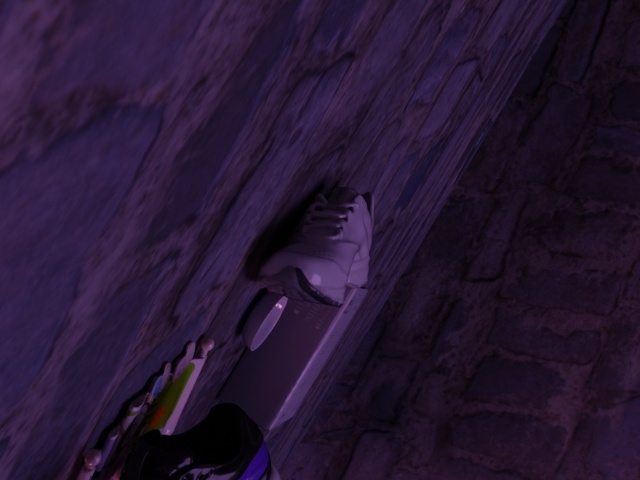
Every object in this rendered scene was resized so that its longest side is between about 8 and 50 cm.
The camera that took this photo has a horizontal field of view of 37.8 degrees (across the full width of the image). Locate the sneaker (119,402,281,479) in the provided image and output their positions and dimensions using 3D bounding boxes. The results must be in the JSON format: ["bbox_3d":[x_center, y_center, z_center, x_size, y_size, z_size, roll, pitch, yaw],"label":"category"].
[{"bbox_3d":[-0.168,0.259,0.899,0.293,0.102,0.146,-38,133,-35],"label":"sneaker"}]

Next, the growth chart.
[{"bbox_3d":[-0.188,0.200,0.946,0.237,0.021,0.172,-44,162,-58],"label":"growth chart"}]

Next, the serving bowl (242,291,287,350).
[{"bbox_3d":[-0.074,0.096,1.172,0.083,0.027,0.083,-57,170,-15],"label":"serving bowl"}]

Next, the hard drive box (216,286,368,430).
[{"bbox_3d":[-0.033,0.145,1.348,0.232,0.089,0.181,-59,170,0],"label":"hard drive box"}]

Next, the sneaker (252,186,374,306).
[{"bbox_3d":[0.000,0.000,1.113,0.297,0.111,0.129,-36,140,-76],"label":"sneaker"}]
